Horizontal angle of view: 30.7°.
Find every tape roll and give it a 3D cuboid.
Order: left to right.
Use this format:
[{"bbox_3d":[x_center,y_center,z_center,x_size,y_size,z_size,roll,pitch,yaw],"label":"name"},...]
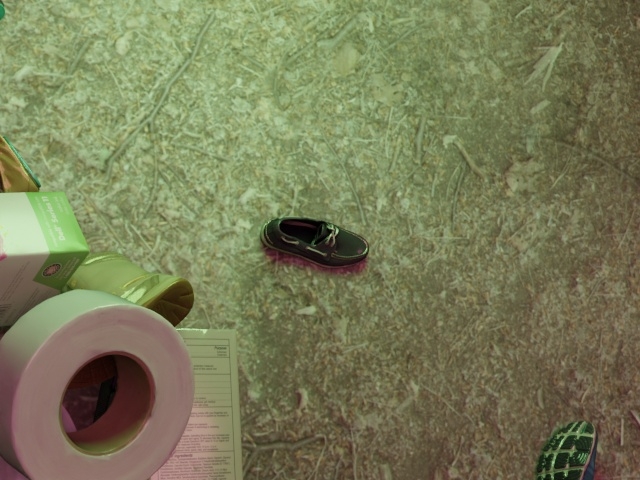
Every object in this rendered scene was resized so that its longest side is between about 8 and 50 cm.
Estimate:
[{"bbox_3d":[-0.318,0.216,1.623,0.286,0.100,0.286,-11,107,-38],"label":"tape roll"}]

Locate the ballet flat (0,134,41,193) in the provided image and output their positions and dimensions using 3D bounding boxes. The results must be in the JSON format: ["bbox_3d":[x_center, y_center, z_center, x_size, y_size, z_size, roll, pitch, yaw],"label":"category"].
[{"bbox_3d":[-0.531,-0.159,1.847,0.073,0.080,0.232,-32,89,-13],"label":"ballet flat"}]

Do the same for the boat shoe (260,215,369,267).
[{"bbox_3d":[0.000,0.000,2.049,0.206,0.065,0.075,12,71,-22],"label":"boat shoe"}]

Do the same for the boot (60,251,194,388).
[{"bbox_3d":[-0.351,0.112,1.777,0.262,0.203,0.095,-37,131,-31],"label":"boot"}]

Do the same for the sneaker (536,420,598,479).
[{"bbox_3d":[0.456,0.465,2.125,0.110,0.107,0.275,28,69,-37],"label":"sneaker"}]

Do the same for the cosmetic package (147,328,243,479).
[{"bbox_3d":[-0.215,0.299,1.839,0.160,0.113,0.309,4,73,-24],"label":"cosmetic package"}]

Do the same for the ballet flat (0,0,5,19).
[{"bbox_3d":[-0.605,-0.342,1.873,0.203,0.074,0.074,-38,93,-22],"label":"ballet flat"}]

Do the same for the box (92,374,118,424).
[{"bbox_3d":[-0.318,0.250,1.803,0.029,0.116,0.162,16,70,-23],"label":"box"}]

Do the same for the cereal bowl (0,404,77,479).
[{"bbox_3d":[-0.500,0.350,1.641,0.339,0.141,0.339,-3,94,-54],"label":"cereal bowl"}]

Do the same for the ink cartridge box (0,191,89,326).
[{"bbox_3d":[-0.537,0.035,1.649,0.353,0.207,0.119,-4,58,-44],"label":"ink cartridge box"}]
